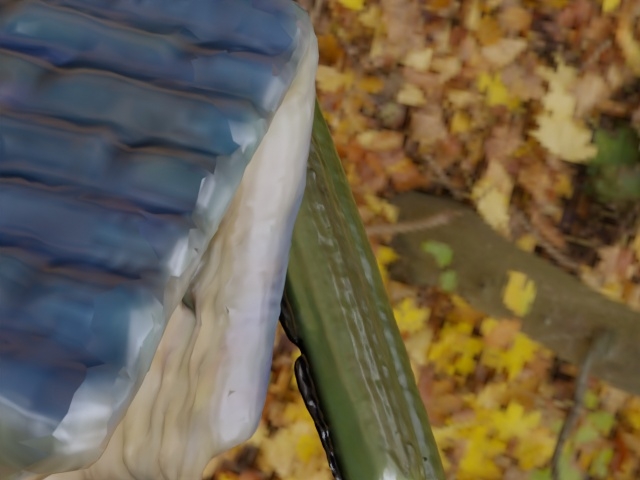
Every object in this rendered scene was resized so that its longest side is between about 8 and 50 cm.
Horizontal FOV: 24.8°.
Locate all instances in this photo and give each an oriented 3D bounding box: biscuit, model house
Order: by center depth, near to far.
[{"bbox_3d":[-0.156,0.064,0.557,0.445,0.395,0.400,45,57,-75],"label":"model house"},{"bbox_3d":[0.000,0.000,0.691,0.038,0.322,0.099,-28,145,14],"label":"biscuit"}]
